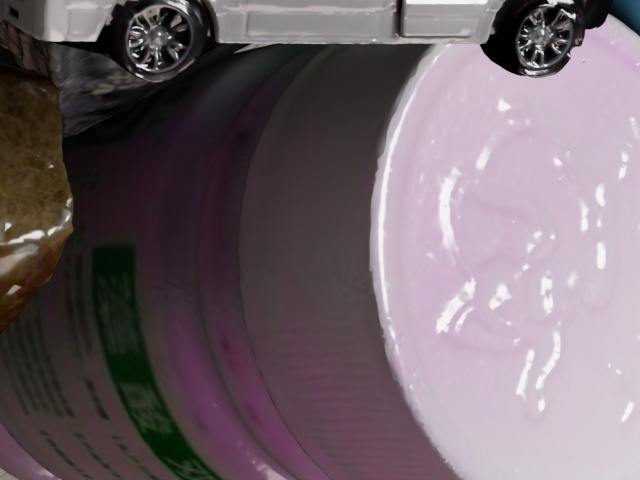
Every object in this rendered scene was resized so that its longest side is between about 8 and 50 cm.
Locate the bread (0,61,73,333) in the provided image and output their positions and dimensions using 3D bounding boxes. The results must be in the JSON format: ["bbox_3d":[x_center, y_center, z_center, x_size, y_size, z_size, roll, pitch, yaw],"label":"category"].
[{"bbox_3d":[-0.256,0.049,0.771,0.165,0.113,0.416,-2,157,-35],"label":"bread"}]

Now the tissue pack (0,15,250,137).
[{"bbox_3d":[-0.011,-0.134,0.710,0.235,0.073,0.173,-29,173,-13],"label":"tissue pack"}]

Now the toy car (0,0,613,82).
[{"bbox_3d":[-0.002,-0.111,0.575,0.209,0.108,0.089,-2,-158,-25],"label":"toy car"}]

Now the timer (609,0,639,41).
[{"bbox_3d":[0.182,-0.197,0.720,0.232,0.091,0.250,-50,173,-14],"label":"timer"}]

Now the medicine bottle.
[{"bbox_3d":[-0.011,0.018,0.827,0.212,0.212,0.325,-23,-168,-41],"label":"medicine bottle"}]
